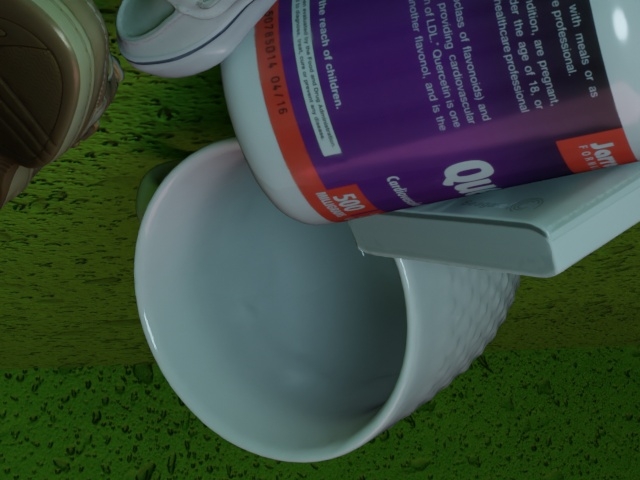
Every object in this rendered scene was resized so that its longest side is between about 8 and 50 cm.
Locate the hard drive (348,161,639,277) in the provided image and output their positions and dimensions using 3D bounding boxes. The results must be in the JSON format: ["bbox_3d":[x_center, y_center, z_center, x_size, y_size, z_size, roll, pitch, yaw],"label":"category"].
[{"bbox_3d":[0.196,-0.064,0.894,0.307,0.040,0.203,-28,-160,-30],"label":"hard drive"}]

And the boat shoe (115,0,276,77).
[{"bbox_3d":[-0.057,-0.177,0.704,0.084,0.095,0.258,10,150,-40],"label":"boat shoe"}]

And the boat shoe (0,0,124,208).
[{"bbox_3d":[-0.202,-0.117,0.863,0.110,0.121,0.341,-43,-171,-24],"label":"boat shoe"}]

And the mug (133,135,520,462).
[{"bbox_3d":[0.000,0.000,1.152,0.374,0.276,0.328,21,-157,26],"label":"mug"}]

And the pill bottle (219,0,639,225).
[{"bbox_3d":[0.111,-0.123,0.784,0.323,0.181,0.181,-11,167,22],"label":"pill bottle"}]
